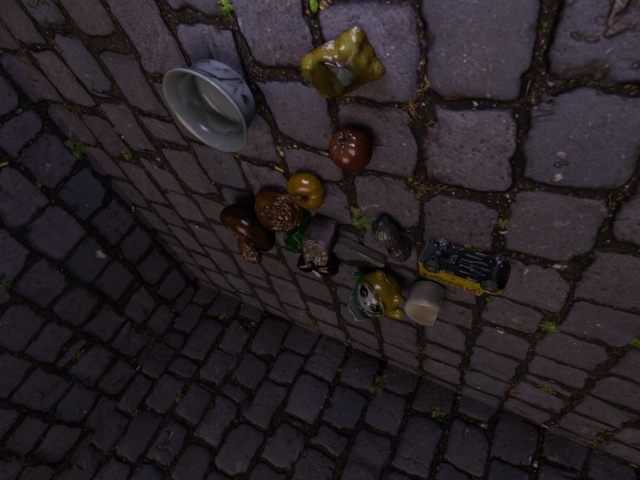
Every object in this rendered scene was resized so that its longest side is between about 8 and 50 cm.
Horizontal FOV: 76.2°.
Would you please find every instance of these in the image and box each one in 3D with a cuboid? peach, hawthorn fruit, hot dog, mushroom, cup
[{"bbox_3d":[-0.063,-0.209,1.717,0.179,0.103,0.179,27,154,14],"label":"peach"},{"bbox_3d":[0.113,-0.286,1.366,0.149,0.149,0.189,-2,137,47],"label":"hawthorn fruit"},{"bbox_3d":[-0.215,-0.151,1.937,0.272,0.122,0.196,17,124,26],"label":"hot dog"},{"bbox_3d":[-0.379,-0.065,2.148,0.345,0.239,0.345,37,147,30],"label":"mushroom"},{"bbox_3d":[-0.370,-0.502,1.462,0.346,0.163,0.347,24,153,13],"label":"cup"}]

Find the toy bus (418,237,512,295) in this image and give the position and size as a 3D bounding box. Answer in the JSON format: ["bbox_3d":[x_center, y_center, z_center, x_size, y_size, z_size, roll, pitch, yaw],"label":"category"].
[{"bbox_3d":[0.560,0.115,1.595,0.329,0.144,0.152,19,151,24],"label":"toy bus"}]

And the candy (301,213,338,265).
[{"bbox_3d":[0.000,0.000,1.922,0.137,0.195,0.185,18,147,12],"label":"candy"}]

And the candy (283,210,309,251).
[{"bbox_3d":[-0.119,-0.052,1.985,0.141,0.204,0.078,9,-170,24],"label":"candy"}]

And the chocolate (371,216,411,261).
[{"bbox_3d":[0.297,0.000,1.706,0.110,0.110,0.248,-8,131,51],"label":"chocolate"}]

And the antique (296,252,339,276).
[{"bbox_3d":[-0.016,0.129,2.234,0.256,0.121,0.143,5,153,29],"label":"antique"}]

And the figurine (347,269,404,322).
[{"bbox_3d":[0.286,0.282,2.088,0.324,0.231,0.340,57,149,10],"label":"figurine"}]

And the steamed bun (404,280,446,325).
[{"bbox_3d":[0.496,0.302,1.969,0.164,0.147,0.242,18,150,15],"label":"steamed bun"}]

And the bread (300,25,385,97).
[{"bbox_3d":[0.051,-0.483,1.158,0.232,0.088,0.161,-5,132,45],"label":"bread"}]

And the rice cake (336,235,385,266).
[{"bbox_3d":[0.196,0.055,1.951,0.255,0.057,0.052,25,127,9],"label":"rice cake"}]
